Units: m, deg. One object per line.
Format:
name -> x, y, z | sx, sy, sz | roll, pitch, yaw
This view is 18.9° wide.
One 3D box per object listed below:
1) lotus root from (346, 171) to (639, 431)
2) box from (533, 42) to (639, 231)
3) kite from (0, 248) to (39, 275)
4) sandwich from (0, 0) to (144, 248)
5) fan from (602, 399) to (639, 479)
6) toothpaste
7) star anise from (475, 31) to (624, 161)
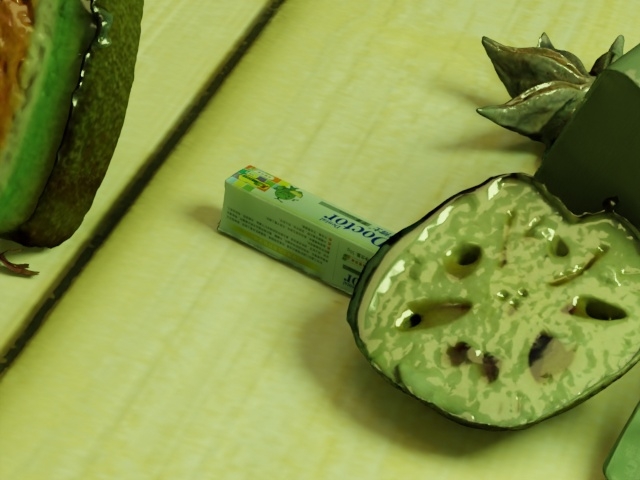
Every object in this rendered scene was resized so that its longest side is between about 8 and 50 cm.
lotus root -> 0.127, 0.054, 1.279 | 0.203, 0.078, 0.183 | -27, 55, -8
box -> 0.247, -0.052, 1.328 | 0.135, 0.243, 0.163 | -32, 74, -28
kite -> -0.312, -0.020, 1.316 | 0.245, 0.015, 0.141 | 18, -7, 4
sandwich -> -0.278, -0.118, 1.410 | 0.301, 0.250, 0.162 | 4, -9, 11
fan -> 0.231, 0.071, 1.216 | 0.038, 0.193, 0.016 | 25, 1, -22
toothpaste -> 0.000, 0.000, 1.374 | 0.164, 0.046, 0.034 | 26, 36, 25
star anise -> 0.203, -0.107, 1.540 | 0.180, 0.061, 0.204 | 13, 39, -13
